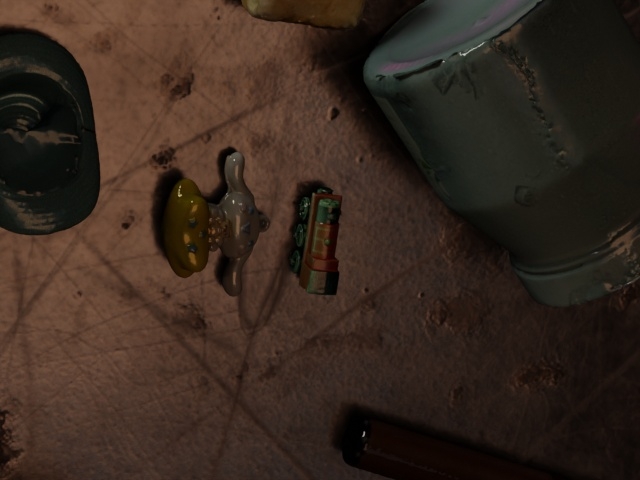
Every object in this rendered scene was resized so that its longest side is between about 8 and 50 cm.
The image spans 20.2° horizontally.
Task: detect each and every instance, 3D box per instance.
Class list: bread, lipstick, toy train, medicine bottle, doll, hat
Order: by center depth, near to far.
[{"bbox_3d":[-0.277,-0.095,1.673,0.138,0.078,0.191,-10,87,-22],"label":"hat"},{"bbox_3d":[-0.020,-0.257,1.704,0.125,0.082,0.106,2,113,-27],"label":"bread"},{"bbox_3d":[0.213,-0.105,1.714,0.245,0.245,0.290,-35,108,-5],"label":"medicine bottle"},{"bbox_3d":[-0.101,-0.006,1.753,0.113,0.071,0.135,-31,117,-26],"label":"doll"},{"bbox_3d":[0.000,0.000,1.775,0.044,0.064,0.103,6,101,-16],"label":"toy train"},{"bbox_3d":[0.190,0.258,1.894,0.356,0.057,0.057,18,97,-19],"label":"lipstick"}]
